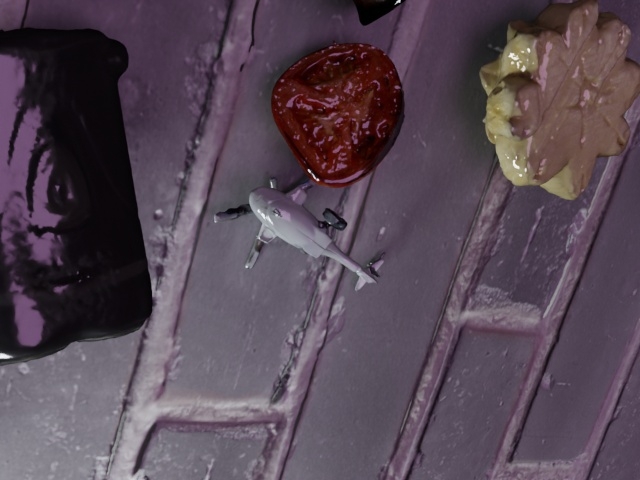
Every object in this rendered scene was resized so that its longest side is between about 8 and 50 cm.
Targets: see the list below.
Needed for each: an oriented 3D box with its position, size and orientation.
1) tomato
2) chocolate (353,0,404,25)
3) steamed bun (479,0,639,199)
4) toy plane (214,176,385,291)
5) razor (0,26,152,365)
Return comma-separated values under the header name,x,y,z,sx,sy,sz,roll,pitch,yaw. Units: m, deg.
name,x,y,z,sx,sy,sz,roll,pitch,yaw
tomato,0.026,-0.159,1.019,0.174,0.082,0.166,-32,91,-14
chocolate,0.096,-0.404,0.888,0.283,0.283,0.186,-45,104,-8
steamed bun,0.342,-0.205,1.172,0.295,0.137,0.292,-31,122,-24
toy plane,-0.006,0.009,1.068,0.182,0.107,0.273,-37,128,-7
razor,-0.290,-0.048,0.846,0.204,0.113,0.349,-10,100,-34
